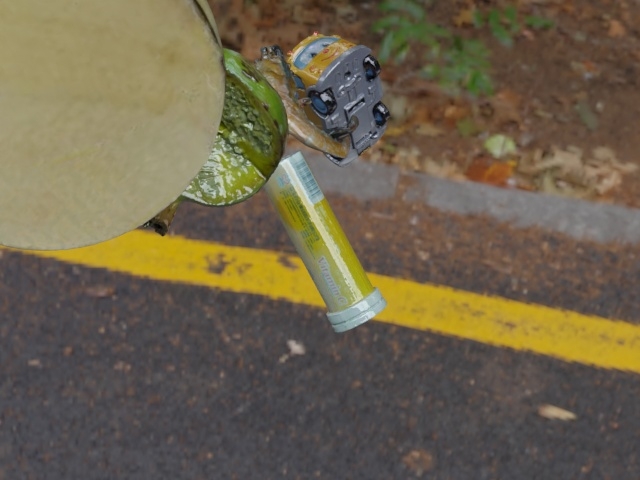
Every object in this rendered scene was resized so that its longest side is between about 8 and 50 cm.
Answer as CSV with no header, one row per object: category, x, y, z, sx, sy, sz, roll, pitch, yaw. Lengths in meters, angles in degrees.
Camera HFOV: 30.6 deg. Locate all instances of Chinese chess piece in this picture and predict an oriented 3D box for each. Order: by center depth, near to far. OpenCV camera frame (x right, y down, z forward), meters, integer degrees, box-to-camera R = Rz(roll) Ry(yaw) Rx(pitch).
Chinese chess piece,-0.193,-0.114,0.837,0.251,0.250,0.097,-8,33,-21

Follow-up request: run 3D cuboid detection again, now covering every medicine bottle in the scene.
medicine bottle,0.000,0.000,1.413,0.074,0.218,0.074,-27,7,3

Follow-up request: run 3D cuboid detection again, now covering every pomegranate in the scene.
pomegranate,-0.108,-0.088,1.030,0.143,0.169,0.122,30,11,-17

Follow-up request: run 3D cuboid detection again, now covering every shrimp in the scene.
shrimp,-0.020,-0.181,1.511,0.152,0.046,0.219,25,27,-30

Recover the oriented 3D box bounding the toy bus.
toy bus,0.019,-0.237,1.903,0.126,0.209,0.136,-41,54,-20
